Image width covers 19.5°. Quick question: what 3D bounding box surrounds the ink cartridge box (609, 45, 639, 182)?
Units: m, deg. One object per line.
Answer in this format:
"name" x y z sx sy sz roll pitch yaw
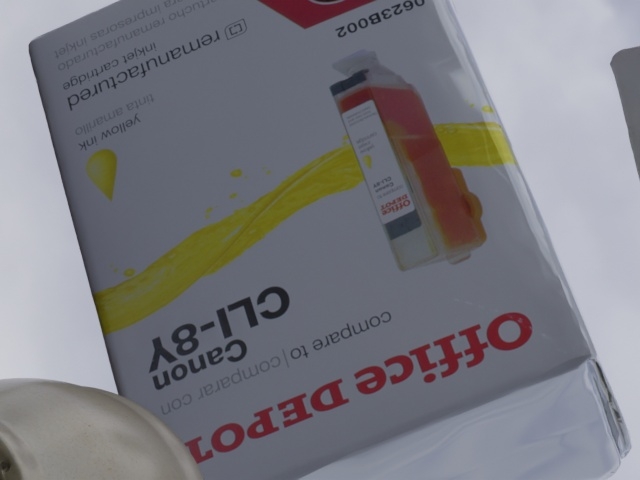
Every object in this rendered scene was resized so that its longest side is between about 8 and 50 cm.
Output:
"ink cartridge box" 0.392 -0.083 1.236 0.353 0.119 0.207 -10 -75 22

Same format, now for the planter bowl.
"planter bowl" -0.137 0.127 0.771 0.162 0.162 0.109 45 1 27

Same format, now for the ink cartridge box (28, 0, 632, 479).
"ink cartridge box" 0.000 0.000 1.193 0.160 0.279 0.384 59 10 -57
